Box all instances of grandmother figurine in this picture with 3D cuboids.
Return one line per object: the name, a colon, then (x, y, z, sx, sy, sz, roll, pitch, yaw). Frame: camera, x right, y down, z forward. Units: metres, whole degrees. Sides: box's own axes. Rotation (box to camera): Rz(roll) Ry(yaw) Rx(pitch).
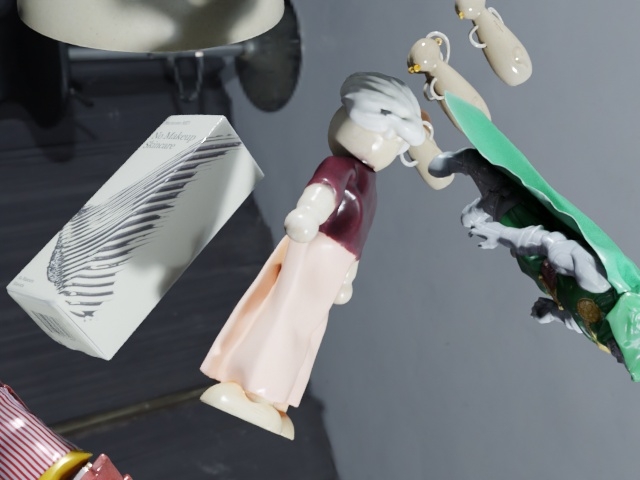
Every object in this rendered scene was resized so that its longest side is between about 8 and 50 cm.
grandmother figurine: (0.000, 0.000, 0.813, 0.208, 0.104, 0.343, 89, -156, -77)

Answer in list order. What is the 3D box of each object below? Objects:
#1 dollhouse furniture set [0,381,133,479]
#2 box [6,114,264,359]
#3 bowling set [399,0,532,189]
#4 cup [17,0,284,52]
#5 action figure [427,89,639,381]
dollhouse furniture set: (-0.372, 0.338, 0.898, 0.201, 0.374, 0.152, 27, 156, 22)
box: (-0.191, -0.011, 0.964, 0.113, 0.275, 0.094, 6, 141, 44)
bowling set: (0.136, -0.198, 1.254, 0.154, 0.287, 0.199, 49, 150, -20)
cup: (-0.203, -0.396, 1.082, 0.331, 0.331, 0.237, 41, 137, 43)
action figure: (0.132, 0.007, 0.518, 0.137, 0.063, 0.232, 50, -176, -28)
